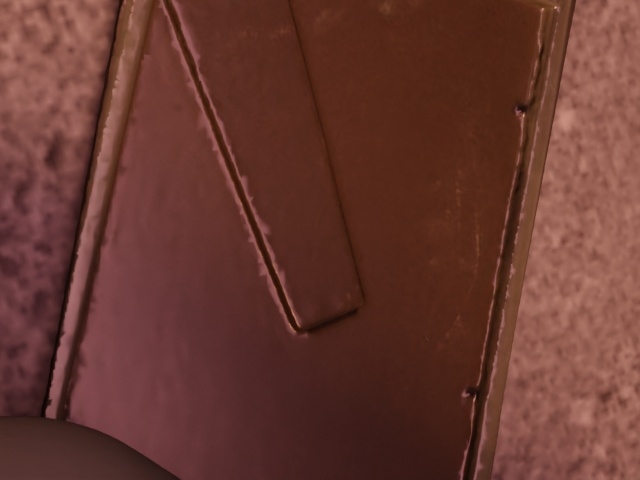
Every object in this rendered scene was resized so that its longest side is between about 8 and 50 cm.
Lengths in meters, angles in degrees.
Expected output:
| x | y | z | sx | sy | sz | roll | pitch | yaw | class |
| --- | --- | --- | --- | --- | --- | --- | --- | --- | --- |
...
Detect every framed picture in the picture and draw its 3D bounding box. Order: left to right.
| x | y | z | sx | sy | sz | roll | pitch | yaw | class |
| --- | --- | --- | --- | --- | --- | --- | --- | --- | --- |
| 0.000 | 0.000 | 0.535 | 0.189 | 0.023 | 0.259 | 13 | 82 | -23 | framed picture |

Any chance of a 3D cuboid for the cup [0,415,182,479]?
| x | y | z | sx | sy | sz | roll | pitch | yaw | class |
| --- | --- | --- | --- | --- | --- | --- | --- | --- | --- |
| -0.030 | 0.199 | 0.417 | 0.312 | 0.205 | 0.205 | 38 | 73 | -16 | cup |
